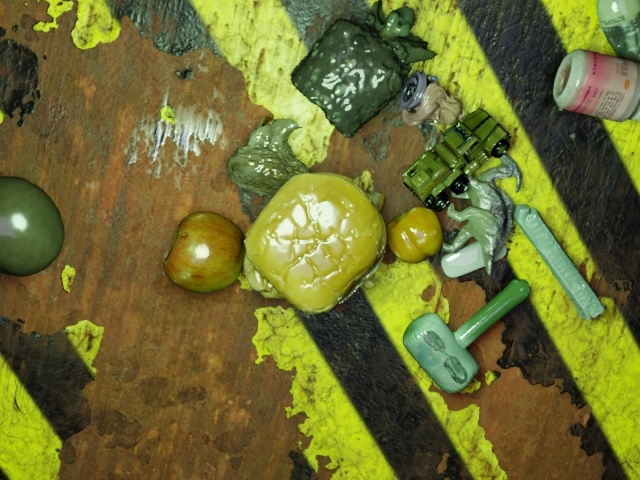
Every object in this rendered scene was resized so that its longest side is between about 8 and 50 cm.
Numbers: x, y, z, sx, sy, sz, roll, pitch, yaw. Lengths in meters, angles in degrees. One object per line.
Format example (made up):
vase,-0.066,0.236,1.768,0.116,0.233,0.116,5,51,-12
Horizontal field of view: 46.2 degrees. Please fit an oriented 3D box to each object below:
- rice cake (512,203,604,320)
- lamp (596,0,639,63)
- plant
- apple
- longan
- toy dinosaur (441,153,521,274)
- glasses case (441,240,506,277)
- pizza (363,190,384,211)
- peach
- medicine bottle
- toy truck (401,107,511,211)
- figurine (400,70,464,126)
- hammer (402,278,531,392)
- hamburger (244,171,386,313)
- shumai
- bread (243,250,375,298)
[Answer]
rice cake,0.579,0.048,1.836,0.063,0.066,0.336,-35,98,7
lamp,0.692,-0.505,1.715,0.101,0.101,0.250,-30,112,6
plant,0.100,-0.399,1.673,0.312,0.213,0.215,-41,96,9
apple,-0.267,0.031,1.770,0.195,0.196,0.196,0,101,0
longan,-0.719,-0.028,1.743,0.246,0.215,0.246,5,104,22
toy dinosaur,0.386,-0.074,1.798,0.162,0.077,0.294,12,96,5
glasses case,0.377,0.039,1.845,0.164,0.041,0.063,-24,98,4
pizza,0.046,-0.102,1.785,0.195,0.185,0.052,35,142,15
peach,0.228,-0.011,1.792,0.138,0.138,0.138,0,101,0
medicine bottle,0.673,-0.347,1.721,0.247,0.147,0.147,12,101,-2
toy truck,0.309,-0.198,1.738,0.257,0.127,0.127,-40,59,2
figurine,0.258,-0.312,1.741,0.157,0.114,0.126,32,115,-8
hammer,0.378,0.208,1.852,0.335,0.119,0.206,-40,99,0
hamburger,0.000,0.000,1.645,0.318,0.158,0.319,0,99,-1
shumai,-0.107,-0.197,1.760,0.205,0.166,0.176,20,74,-15
bread,-0.028,0.049,1.796,0.311,0.121,0.173,-5,81,-6
